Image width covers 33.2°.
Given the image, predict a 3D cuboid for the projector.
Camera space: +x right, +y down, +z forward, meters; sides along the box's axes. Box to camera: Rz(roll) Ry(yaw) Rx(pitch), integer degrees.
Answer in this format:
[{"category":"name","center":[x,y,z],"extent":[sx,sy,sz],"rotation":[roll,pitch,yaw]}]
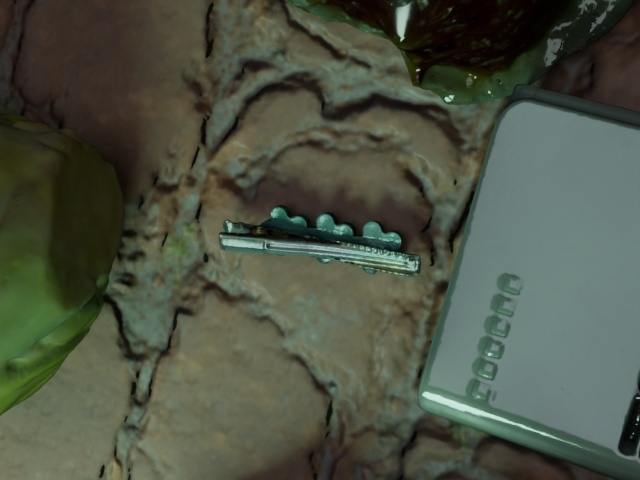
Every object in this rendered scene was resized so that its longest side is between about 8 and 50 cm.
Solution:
[{"category":"projector","center":[0.203,0.033,0.773],"extent":[0.198,0.108,0.250],"rotation":[17,95,19]}]

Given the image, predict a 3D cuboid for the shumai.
[{"category":"shumai","center":[0.068,-0.230,0.788],"extent":[0.330,0.292,0.288],"rotation":[-25,120,27]}]

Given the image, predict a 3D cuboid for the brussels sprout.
[{"category":"brussels sprout","center":[-0.337,0.017,0.879],"extent":[0.344,0.268,0.344],"rotation":[-2,81,11]}]

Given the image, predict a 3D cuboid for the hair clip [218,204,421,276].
[{"category":"hair clip","center":[0.000,-0.001,0.877],"extent":[0.173,0.049,0.049],"rotation":[9,94,14]}]
